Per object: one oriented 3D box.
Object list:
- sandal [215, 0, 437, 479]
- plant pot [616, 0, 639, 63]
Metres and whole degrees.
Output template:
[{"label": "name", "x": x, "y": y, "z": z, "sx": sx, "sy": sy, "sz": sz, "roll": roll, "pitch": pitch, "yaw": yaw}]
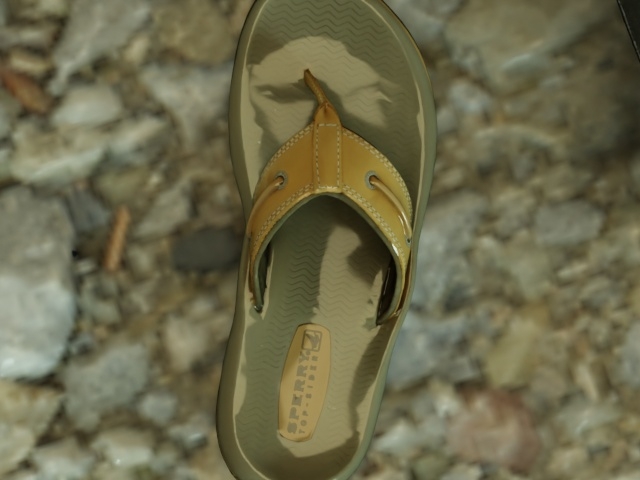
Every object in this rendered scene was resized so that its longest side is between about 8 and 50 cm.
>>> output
[{"label": "sandal", "x": 0.000, "y": 0.000, "z": 0.661, "sx": 0.072, "sy": 0.049, "sz": 0.180, "roll": 7, "pitch": 90, "yaw": -2}, {"label": "plant pot", "x": 0.171, "y": -0.097, "z": 0.608, "sx": 0.167, "sy": 0.187, "sz": 0.188, "roll": -19, "pitch": 91, "yaw": 11}]
